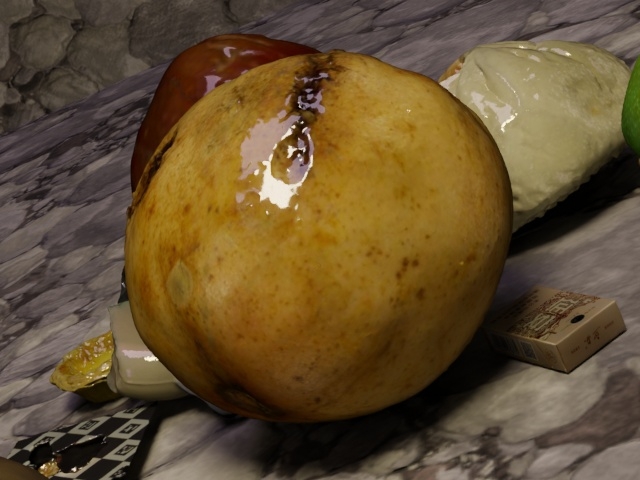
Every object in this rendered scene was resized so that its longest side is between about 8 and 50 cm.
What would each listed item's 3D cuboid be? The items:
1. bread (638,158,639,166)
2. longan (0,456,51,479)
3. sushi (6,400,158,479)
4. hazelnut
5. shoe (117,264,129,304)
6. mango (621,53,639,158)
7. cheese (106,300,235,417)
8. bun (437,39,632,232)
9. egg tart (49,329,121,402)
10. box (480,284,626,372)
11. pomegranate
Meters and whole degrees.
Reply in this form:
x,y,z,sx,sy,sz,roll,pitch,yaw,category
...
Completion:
x,y,z,sx,sy,sz,roll,pitch,yaw,category
0.286,-0.079,1.009,0.110,0.060,0.066,-25,48,3,bread
-0.208,0.204,0.743,0.185,0.159,0.204,-19,-29,-40,longan
-0.180,0.169,1.004,0.126,0.026,0.120,-17,16,13,sushi
-0.058,-0.050,1.117,0.229,0.229,0.229,-23,17,8,hazelnut
-0.122,-0.011,1.332,0.108,0.093,0.241,-9,22,39,shoe
0.365,-0.149,0.872,0.382,0.201,0.225,-25,48,28,mango
-0.115,0.094,1.044,0.092,0.048,0.171,-13,27,-16,cheese
0.144,-0.089,1.091,0.220,0.134,0.220,-34,9,6,bun
-0.177,0.106,1.154,0.105,0.039,0.105,-24,18,8,egg tart
0.147,0.055,0.873,0.053,0.024,0.083,-34,17,-22,box
0.000,0.000,0.894,0.260,0.260,0.260,-23,17,8,pomegranate
